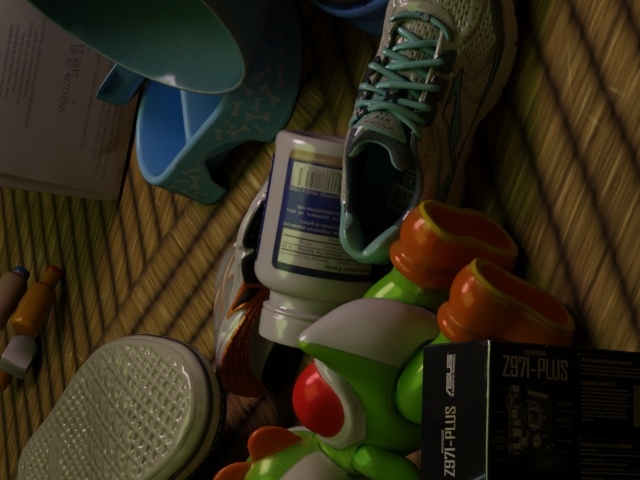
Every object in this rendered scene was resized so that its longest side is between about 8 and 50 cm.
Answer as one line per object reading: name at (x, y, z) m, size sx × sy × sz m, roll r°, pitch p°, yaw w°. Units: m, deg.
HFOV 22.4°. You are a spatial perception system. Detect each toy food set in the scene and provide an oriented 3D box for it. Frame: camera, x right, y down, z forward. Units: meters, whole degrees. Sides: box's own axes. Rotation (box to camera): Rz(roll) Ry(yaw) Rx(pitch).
toy food set at (-0.438, 0.112, 2.274) m, size 0.104 × 0.111 × 0.232 m, roll -64°, pitch 3°, yaw -34°

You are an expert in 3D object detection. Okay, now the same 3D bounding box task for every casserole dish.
casserole dish at (-0.191, -0.222, 1.857) m, size 0.114 × 0.037 × 0.188 m, roll -45°, pitch 9°, yaw 51°

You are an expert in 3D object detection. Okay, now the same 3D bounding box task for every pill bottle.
pill bottle at (0.000, 0.000, 1.459) m, size 0.112 × 0.112 × 0.187 m, roll 23°, pitch 105°, yaw 61°

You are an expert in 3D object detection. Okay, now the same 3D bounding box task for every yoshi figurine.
yoshi figurine at (0.066, 0.163, 1.300) m, size 0.203 × 0.203 × 0.362 m, roll 39°, pitch 110°, yaw 12°

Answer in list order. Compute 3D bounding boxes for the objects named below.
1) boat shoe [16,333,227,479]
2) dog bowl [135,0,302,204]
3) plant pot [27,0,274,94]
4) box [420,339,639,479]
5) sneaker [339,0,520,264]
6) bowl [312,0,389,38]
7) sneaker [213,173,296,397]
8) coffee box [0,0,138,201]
boat shoe at (-0.192, 0.227, 1.722) m, size 0.500 × 0.156 × 0.187 m, roll 137°, pitch 134°, yaw -56°
dog bowl at (-0.118, -0.155, 1.750) m, size 0.297 × 0.074 × 0.166 m, roll -42°, pitch 49°, yaw 50°
plant pot at (-0.153, -0.304, 1.551) m, size 0.290 × 0.290 × 0.195 m, roll -6°, pitch 52°, yaw 61°
box at (0.159, 0.144, 1.060) m, size 0.077 × 0.180 × 0.147 m, roll -12°, pitch 75°, yaw 60°
sneaker at (0.079, -0.107, 1.294) m, size 0.110 × 0.122 × 0.283 m, roll 16°, pitch 109°, yaw 24°
bowl at (0.075, -0.374, 1.432) m, size 0.391 × 0.077 × 0.391 m, roll -18°, pitch 69°, yaw 60°
sneaker at (-0.058, 0.016, 1.587) m, size 0.262 × 0.099 × 0.121 m, roll -70°, pitch 27°, yaw 22°
coffee box at (-0.435, -0.271, 2.083) m, size 0.334 × 0.338 × 0.338 m, roll 37°, pitch 117°, yaw 59°
